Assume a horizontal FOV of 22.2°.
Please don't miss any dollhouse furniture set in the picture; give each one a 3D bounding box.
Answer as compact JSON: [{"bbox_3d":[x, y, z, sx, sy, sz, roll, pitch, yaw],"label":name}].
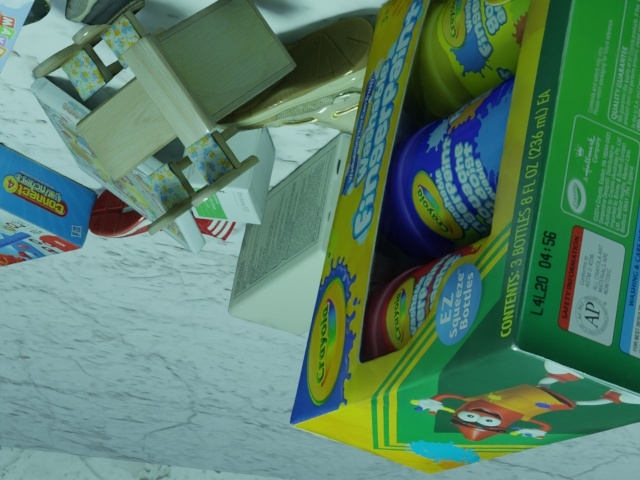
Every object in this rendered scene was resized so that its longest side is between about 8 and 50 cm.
[{"bbox_3d":[-0.169,-0.132,1.631,0.242,0.161,0.212,-31,96,40],"label":"dollhouse furniture set"}]

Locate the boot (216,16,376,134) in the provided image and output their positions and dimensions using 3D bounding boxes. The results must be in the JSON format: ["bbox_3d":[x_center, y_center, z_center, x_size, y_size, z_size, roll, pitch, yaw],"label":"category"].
[{"bbox_3d":[0.020,-0.139,1.740,0.262,0.095,0.203,-16,147,42],"label":"boot"}]

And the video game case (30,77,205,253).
[{"bbox_3d":[-0.241,-0.087,1.966,0.206,0.026,0.227,36,166,20],"label":"video game case"}]

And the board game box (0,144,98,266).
[{"bbox_3d":[-0.519,-0.063,2.215,0.308,0.086,0.302,28,153,-37],"label":"board game box"}]

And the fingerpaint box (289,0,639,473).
[{"bbox_3d":[0.158,-0.054,1.396,0.163,0.444,0.371,21,157,-21],"label":"fingerpaint box"}]

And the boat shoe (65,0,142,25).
[{"bbox_3d":[-0.128,-0.270,1.428,0.130,0.132,0.355,18,159,-20],"label":"boat shoe"}]

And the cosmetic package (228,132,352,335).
[{"bbox_3d":[0.000,0.000,2.011,0.113,0.160,0.309,18,159,-17],"label":"cosmetic package"}]

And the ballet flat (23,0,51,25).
[{"bbox_3d":[-0.368,-0.257,1.724,0.173,0.049,0.057,3,130,8],"label":"ballet flat"}]

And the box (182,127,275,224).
[{"bbox_3d":[-0.109,-0.086,1.925,0.087,0.102,0.101,5,157,10],"label":"box"}]

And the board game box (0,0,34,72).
[{"bbox_3d":[-0.411,-0.250,1.669,0.212,0.039,0.160,21,138,-15],"label":"board game box"}]

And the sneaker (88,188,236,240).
[{"bbox_3d":[-0.198,-0.025,2.152,0.221,0.087,0.128,-8,151,43],"label":"sneaker"}]
